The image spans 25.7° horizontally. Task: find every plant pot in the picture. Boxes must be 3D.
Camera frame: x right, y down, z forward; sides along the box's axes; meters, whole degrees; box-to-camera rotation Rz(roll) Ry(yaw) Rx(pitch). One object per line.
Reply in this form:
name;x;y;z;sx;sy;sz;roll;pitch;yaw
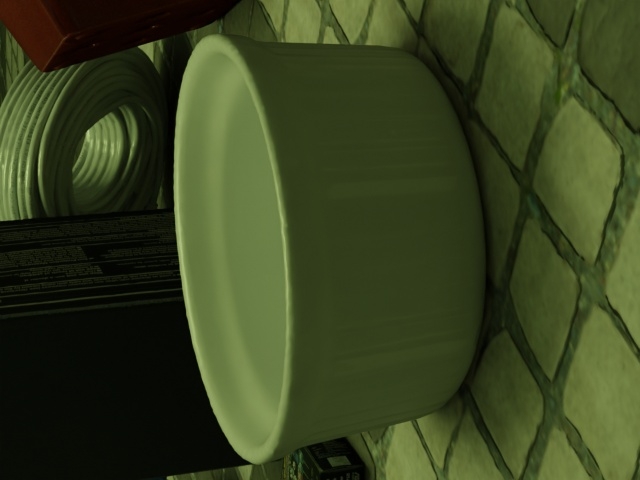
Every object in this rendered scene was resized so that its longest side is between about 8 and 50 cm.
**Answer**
plant pot;-0.193;-0.298;1.256;0.236;0.267;0.267;71;162;-3

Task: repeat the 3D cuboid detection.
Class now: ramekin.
ramekin;0.000;0.000;0.921;0.277;0.135;0.277;174;90;-72

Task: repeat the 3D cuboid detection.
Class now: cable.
cable;-0.261;-0.097;1.534;0.089;0.257;0.257;19;99;23

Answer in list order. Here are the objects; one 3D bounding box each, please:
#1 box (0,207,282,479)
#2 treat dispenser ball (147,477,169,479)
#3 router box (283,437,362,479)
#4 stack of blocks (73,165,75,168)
box;-0.215;0.097;1.336;0.294;0.296;0.183;-142;49;-65
treat dispenser ball;-0.217;0.378;1.440;0.288;0.288;0.288;174;90;-72
router box;0.000;0.214;1.136;0.092;0.038;0.122;-133;42;-60
stack of blocks;-0.341;0.053;2.024;0.171;0.087;0.297;-144;51;-66
